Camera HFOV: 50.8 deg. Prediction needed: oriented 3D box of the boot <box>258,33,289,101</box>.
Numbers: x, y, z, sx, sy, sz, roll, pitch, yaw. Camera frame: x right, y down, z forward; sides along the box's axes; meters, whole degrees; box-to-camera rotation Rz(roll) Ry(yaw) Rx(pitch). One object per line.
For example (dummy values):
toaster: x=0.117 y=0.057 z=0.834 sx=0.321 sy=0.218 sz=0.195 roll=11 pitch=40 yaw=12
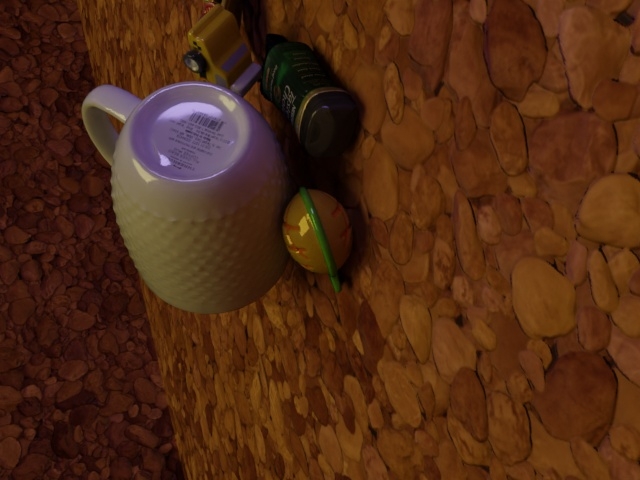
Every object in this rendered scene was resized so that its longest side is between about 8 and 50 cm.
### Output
boot: x=-0.069 y=-0.271 z=1.093 sx=0.121 sy=0.045 sz=0.099 roll=-121 pitch=35 yaw=-51

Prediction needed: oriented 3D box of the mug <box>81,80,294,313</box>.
mug: x=-0.216 y=-0.098 z=1.036 sx=0.374 sy=0.276 sz=0.328 roll=35 pitch=157 yaw=13

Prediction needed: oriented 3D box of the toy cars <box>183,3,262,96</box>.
toy cars: x=-0.108 y=-0.354 z=1.021 sx=0.087 sy=0.176 sz=0.394 roll=25 pitch=109 yaw=15

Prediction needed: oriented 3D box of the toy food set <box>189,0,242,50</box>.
toy food set: x=-0.187 y=-0.373 z=1.166 sx=0.128 sy=0.071 sz=0.218 roll=93 pitch=-176 yaw=-59

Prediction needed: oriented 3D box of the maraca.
maraca: x=0.000 y=0.000 z=0.986 sx=0.186 sy=0.099 sz=0.127 roll=73 pitch=179 yaw=-52

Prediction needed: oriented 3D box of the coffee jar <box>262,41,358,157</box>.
coffee jar: x=-0.016 y=-0.202 z=0.966 sx=0.184 sy=0.079 sz=0.096 roll=57 pitch=145 yaw=40
